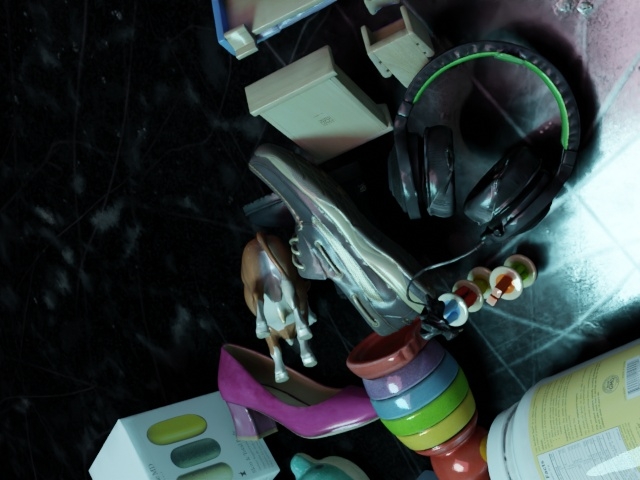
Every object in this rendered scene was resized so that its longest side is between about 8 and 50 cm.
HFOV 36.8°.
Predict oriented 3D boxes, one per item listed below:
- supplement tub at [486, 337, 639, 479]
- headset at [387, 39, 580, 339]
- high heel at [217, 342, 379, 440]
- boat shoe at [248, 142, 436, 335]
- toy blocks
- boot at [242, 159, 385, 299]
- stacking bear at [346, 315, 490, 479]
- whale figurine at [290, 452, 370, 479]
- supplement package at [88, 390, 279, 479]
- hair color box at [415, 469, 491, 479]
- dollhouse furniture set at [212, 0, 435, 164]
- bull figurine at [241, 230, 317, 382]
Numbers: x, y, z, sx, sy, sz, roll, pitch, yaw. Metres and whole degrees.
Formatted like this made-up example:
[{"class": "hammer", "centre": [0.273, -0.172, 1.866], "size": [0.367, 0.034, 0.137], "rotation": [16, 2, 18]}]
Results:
[{"class": "supplement tub", "centre": [0.411, 0.268, 1.282], "size": [0.331, 0.241, 0.241], "rotation": [-35, 87, 42]}, {"class": "headset", "centre": [0.199, -0.068, 1.282], "size": [0.243, 0.185, 0.394], "rotation": [16, 105, 3]}, {"class": "high heel", "centre": [-0.039, 0.254, 1.712], "size": [0.377, 0.127, 0.181], "rotation": [-14, 90, 33]}, {"class": "boat shoe", "centre": [0.013, 0.005, 1.434], "size": [0.355, 0.132, 0.130], "rotation": [45, 104, 5]}, {"class": "toy blocks", "centre": [0.232, 0.080, 1.394], "size": [0.123, 0.148, 0.054], "rotation": [-23, 96, 42]}, {"class": "boot", "centre": [0.000, 0.000, 1.572], "size": [0.246, 0.094, 0.207], "rotation": [-17, 96, 35]}, {"class": "stacking bear", "centre": [0.182, 0.269, 1.525], "size": [0.164, 0.175, 0.289], "rotation": [-26, 101, 40]}, {"class": "whale figurine", "centre": [-0.016, 0.505, 1.790], "size": [0.272, 0.141, 0.216], "rotation": [-16, 100, 43]}, {"class": "supplement package", "centre": [-0.262, 0.440, 1.839], "size": [0.199, 0.262, 0.198], "rotation": [57, 134, 25]}, {"class": "hair color box", "centre": [0.270, 0.586, 1.626], "size": [0.185, 0.113, 0.375], "rotation": [-4, 109, 39]}, {"class": "dollhouse furniture set", "centre": [0.017, -0.321, 1.433], "size": [0.286, 0.198, 0.303], "rotation": [-23, 64, 21]}, {"class": "bull figurine", "centre": [-0.062, 0.109, 1.560], "size": [0.310, 0.101, 0.188], "rotation": [68, -174, -59]}]
